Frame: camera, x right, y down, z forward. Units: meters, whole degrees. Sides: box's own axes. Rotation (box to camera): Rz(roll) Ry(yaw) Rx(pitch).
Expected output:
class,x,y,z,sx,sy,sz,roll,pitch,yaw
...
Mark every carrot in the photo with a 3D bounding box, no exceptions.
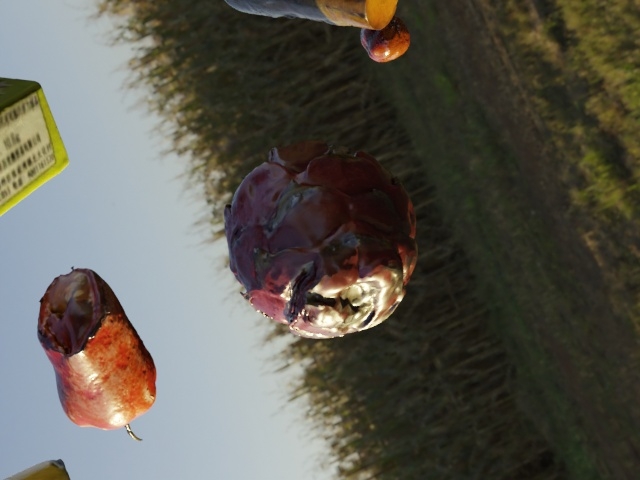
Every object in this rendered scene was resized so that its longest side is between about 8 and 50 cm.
class,x,y,z,sx,sy,sz,roll,pitch,yaw
carrot,-0.026,-0.384,1.363,0.301,0.139,0.139,17,149,32

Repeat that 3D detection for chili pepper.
class,x,y,z,sx,sy,sz,roll,pitch,yaw
chili pepper,-0.178,0.115,0.785,0.192,0.084,0.086,76,-152,-42

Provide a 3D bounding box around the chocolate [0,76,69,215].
class,x,y,z,sx,sy,sz,roll,pitch,yaw
chocolate,-0.521,-0.117,1.192,0.301,0.288,0.137,-60,-24,-59

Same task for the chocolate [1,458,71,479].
class,x,y,z,sx,sy,sz,roll,pitch,yaw
chocolate,-0.531,0.443,1.243,0.162,0.445,0.162,21,120,44

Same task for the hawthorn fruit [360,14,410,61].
class,x,y,z,sx,sy,sz,roll,pitch,yaw
hawthorn fruit,0.110,-0.354,1.654,0.093,0.093,0.093,155,90,-89

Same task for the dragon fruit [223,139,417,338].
class,x,y,z,sx,sy,sz,roll,pitch,yaw
dragon fruit,0.003,-0.001,1.490,0.329,0.329,0.329,155,90,-89
